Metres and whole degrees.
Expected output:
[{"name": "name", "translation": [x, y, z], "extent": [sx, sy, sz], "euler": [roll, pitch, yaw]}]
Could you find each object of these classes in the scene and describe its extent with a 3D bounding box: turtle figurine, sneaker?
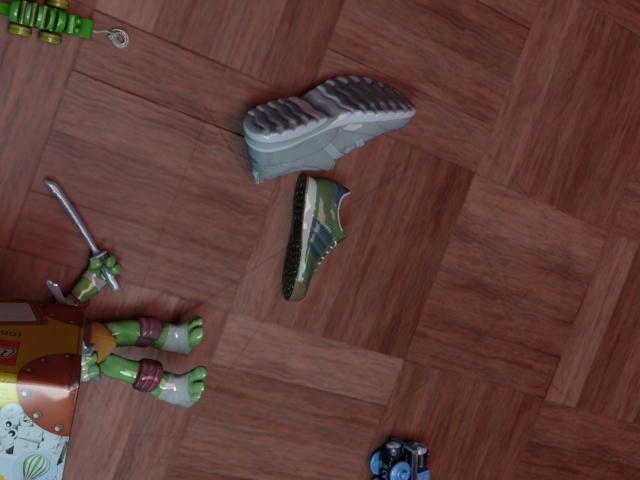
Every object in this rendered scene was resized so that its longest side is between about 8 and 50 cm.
[{"name": "turtle figurine", "translation": [-0.267, 0.106, 1.170], "extent": [0.266, 0.198, 0.274], "euler": [18, 98, -28]}, {"name": "sneaker", "translation": [0.010, -0.161, 1.322], "extent": [0.281, 0.105, 0.115], "euler": [-15, 139, -25]}, {"name": "sneaker", "translation": [0.000, 0.000, 1.354], "extent": [0.086, 0.064, 0.192], "euler": [5, 97, -23]}]

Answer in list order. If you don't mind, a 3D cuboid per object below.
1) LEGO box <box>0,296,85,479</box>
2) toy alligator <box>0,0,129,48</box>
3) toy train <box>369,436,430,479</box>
[{"name": "LEGO box", "translation": [-0.527, 0.238, 0.940], "extent": [0.500, 0.193, 0.372], "euler": [9, 108, -15]}, {"name": "toy alligator", "translation": [-0.324, -0.273, 1.131], "extent": [0.190, 0.051, 0.056], "euler": [9, 98, -28]}, {"name": "toy train", "translation": [0.140, 0.420, 1.525], "extent": [0.105, 0.080, 0.184], "euler": [-8, 104, -35]}]
